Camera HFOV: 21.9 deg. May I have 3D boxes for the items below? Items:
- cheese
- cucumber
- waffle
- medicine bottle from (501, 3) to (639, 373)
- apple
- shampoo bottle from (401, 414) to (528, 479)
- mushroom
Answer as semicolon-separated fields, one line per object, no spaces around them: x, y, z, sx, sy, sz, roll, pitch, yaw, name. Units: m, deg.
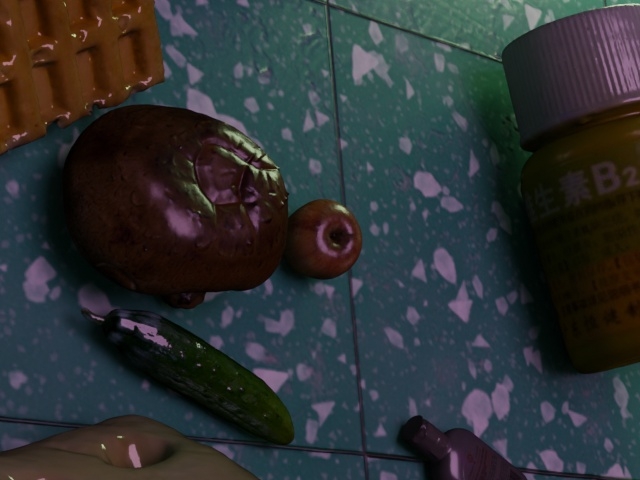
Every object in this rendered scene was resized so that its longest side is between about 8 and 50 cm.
-0.166;0.242;1.212;0.351;0.328;0.129;-9;110;-47;cheese
-0.114;0.115;1.504;0.250;0.056;0.056;36;52;-31;cucumber
-0.247;-0.207;1.448;0.248;0.055;0.221;-31;122;-44;waffle
0.344;-0.057;1.882;0.224;0.224;0.384;-5;77;-44;medicine bottle
0.000;0.000;1.649;0.084;0.071;0.084;11;69;-32;apple
0.150;0.237;1.711;0.165;0.040;0.080;39;52;-24;shampoo bottle
-0.122;-0.040;1.495;0.231;0.138;0.194;-13;83;-52;mushroom
